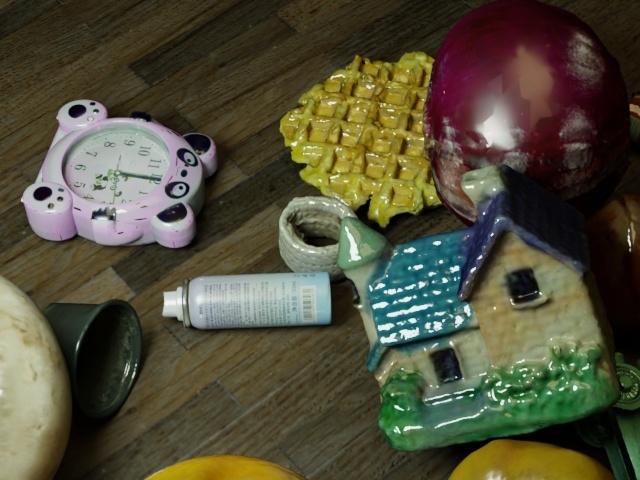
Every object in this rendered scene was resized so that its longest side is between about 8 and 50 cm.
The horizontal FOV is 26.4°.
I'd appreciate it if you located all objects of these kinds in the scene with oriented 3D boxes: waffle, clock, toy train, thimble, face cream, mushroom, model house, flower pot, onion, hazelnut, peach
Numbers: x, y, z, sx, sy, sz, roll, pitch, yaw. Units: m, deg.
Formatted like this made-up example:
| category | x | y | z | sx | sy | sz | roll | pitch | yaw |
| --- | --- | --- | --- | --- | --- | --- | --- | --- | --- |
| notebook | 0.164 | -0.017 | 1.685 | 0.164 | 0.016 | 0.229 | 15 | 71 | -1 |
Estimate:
| category | x | y | z | sx | sy | sz | roll | pitch | yaw |
| --- | --- | --- | --- | --- | --- | --- | --- | --- | --- |
| waffle | 0.111 | -0.161 | 2.033 | 0.325 | 0.068 | 0.302 | -27 | 57 | -19 |
| clock | -0.286 | -0.089 | 1.981 | 0.248 | 0.090 | 0.227 | 9 | 54 | 7 |
| toy train | 0.427 | 0.264 | 1.661 | 0.190 | 0.126 | 0.307 | -8 | 53 | -5 |
| thimble | 0.000 | 0.000 | 1.902 | 0.115 | 0.090 | 0.102 | 33 | 64 | 22 |
| face cream | -0.099 | 0.082 | 1.851 | 0.229 | 0.075 | 0.075 | -1 | 53 | 0 |
| mushroom | -0.479 | 0.194 | 1.614 | 0.362 | 0.295 | 0.362 | -5 | 78 | 24 |
| model house | 0.183 | 0.065 | 1.653 | 0.312 | 0.280 | 0.245 | -13 | 18 | 17 |
| flower pot | -0.317 | 0.147 | 1.773 | 0.107 | 0.157 | 0.157 | 7 | 53 | 24 |
| onion | 0.278 | -0.181 | 1.828 | 0.282 | 0.260 | 0.336 | 4 | 46 | 9 |
| hazelnut | 0.419 | 0.027 | 1.791 | 0.208 | 0.208 | 0.208 | -1 | 53 | 1 |
| peach | 0.242 | 0.350 | 1.557 | 0.251 | 0.153 | 0.251 | -16 | 64 | 37 |

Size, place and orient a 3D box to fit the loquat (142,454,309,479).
| category | x | y | z | sx | sy | sz | roll | pitch | yaw |
| --- | --- | --- | --- | --- | --- | --- | --- | --- | --- |
| loquat | -0.108 | 0.390 | 1.476 | 0.329 | 0.328 | 0.328 | -1 | 53 | 1 |

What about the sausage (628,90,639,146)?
| category | x | y | z | sx | sy | sz | roll | pitch | yaw |
| --- | --- | --- | --- | --- | --- | --- | --- | --- | --- |
| sausage | 0.559 | -0.127 | 1.987 | 0.264 | 0.083 | 0.083 | 30 | 60 | 20 |
